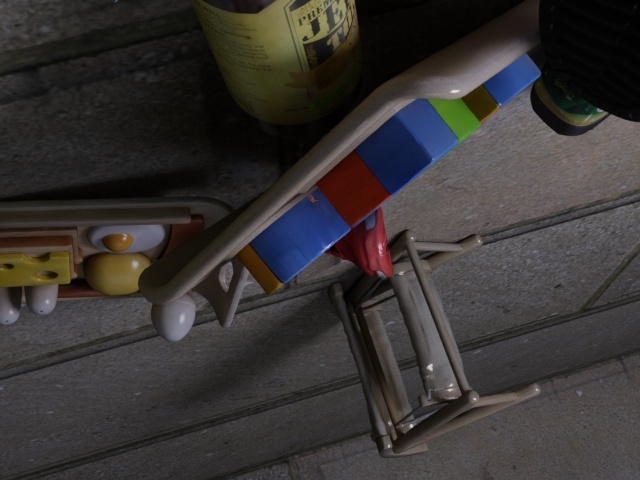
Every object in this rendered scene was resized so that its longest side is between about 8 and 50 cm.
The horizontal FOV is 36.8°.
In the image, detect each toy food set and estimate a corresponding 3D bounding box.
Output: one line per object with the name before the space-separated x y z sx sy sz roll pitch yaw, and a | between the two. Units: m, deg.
toy food set | -0.235 0.048 0.997 0.306 0.092 0.219 -2 155 -14

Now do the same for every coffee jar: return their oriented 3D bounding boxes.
coffee jar | 0.266 -0.177 0.906 0.096 0.079 0.184 -36 165 -21

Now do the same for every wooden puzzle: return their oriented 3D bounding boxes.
wooden puzzle | 0.047 -0.068 0.824 0.348 0.080 0.322 -33 -177 38

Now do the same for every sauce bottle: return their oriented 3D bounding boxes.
sauce bottle | -0.038 -0.181 0.615 0.111 0.111 0.344 -19 160 1

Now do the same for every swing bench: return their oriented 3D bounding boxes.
swing bench | 0.135 0.154 1.382 0.165 0.253 0.255 3 149 -43

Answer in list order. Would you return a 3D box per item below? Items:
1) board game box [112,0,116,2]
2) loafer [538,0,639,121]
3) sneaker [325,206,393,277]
board game box | -0.148 -0.194 0.488 0.154 0.026 0.103 29 150 -25
loafer | 0.253 -0.226 0.620 0.130 0.134 0.366 -39 157 -29
sneaker | 0.000 0.000 1.026 0.128 0.087 0.221 -12 -169 -3
